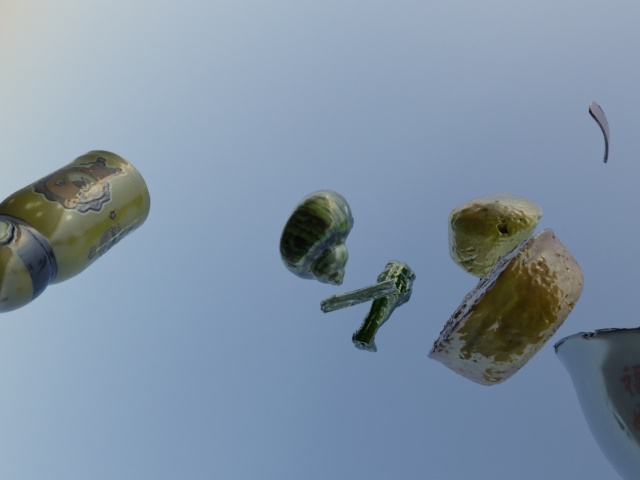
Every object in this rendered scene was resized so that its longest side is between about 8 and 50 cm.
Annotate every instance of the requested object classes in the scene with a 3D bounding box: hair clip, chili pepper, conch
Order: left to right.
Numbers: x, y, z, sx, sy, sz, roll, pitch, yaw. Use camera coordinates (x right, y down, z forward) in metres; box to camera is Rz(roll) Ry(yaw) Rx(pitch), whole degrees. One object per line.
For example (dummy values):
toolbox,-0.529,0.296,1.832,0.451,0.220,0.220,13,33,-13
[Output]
conch,0.001,0.001,1.145,0.187,0.181,0.124,-35,-166,4
chili pepper,0.142,0.139,1.194,0.084,0.099,0.253,22,-130,16
hair clip,0.592,-0.227,1.140,0.022,0.137,0.054,-8,-148,38

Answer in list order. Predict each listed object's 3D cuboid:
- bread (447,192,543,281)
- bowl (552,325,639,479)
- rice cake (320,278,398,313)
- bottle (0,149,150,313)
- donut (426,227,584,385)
bread,0.381,-0.016,1.205,0.197,0.197,0.170,35,-45,51
bowl,0.367,0.179,0.432,0.346,0.346,0.157,-7,-114,44
rice cake,0.057,0.084,0.818,0.121,0.021,0.022,-18,-158,12
bottle,-0.445,-0.014,0.900,0.172,0.171,0.351,-32,-164,30
donut,0.278,0.101,0.804,0.108,0.277,0.277,40,-81,12
